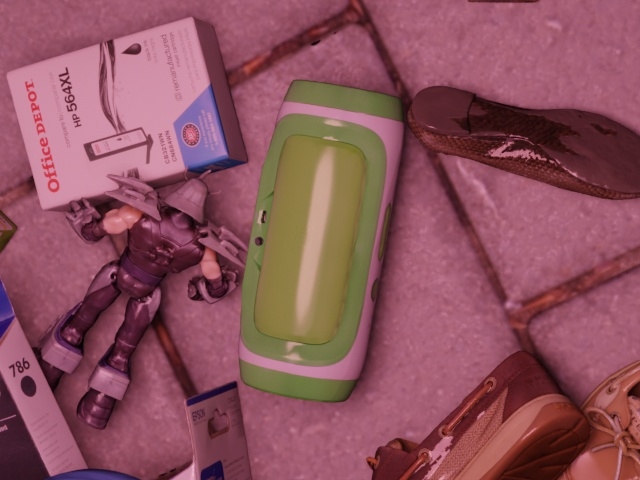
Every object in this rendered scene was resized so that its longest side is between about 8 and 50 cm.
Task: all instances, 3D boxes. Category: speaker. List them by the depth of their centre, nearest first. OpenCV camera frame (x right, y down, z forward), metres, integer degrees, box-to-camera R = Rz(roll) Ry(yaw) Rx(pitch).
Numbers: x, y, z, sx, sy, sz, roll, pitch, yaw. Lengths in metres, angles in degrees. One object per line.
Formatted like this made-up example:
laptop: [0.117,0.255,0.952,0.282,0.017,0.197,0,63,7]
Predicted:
speaker: [0.000,0.000,1.523,0.131,0.131,0.296,11,93,11]

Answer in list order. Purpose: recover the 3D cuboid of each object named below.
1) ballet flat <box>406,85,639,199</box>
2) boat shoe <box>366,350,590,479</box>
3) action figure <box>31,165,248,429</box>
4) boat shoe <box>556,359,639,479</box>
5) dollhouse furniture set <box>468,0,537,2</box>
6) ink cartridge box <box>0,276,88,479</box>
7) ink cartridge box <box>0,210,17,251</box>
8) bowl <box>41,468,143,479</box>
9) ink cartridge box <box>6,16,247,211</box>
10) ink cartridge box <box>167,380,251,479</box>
ballet flat: [0.203,-0.088,1.520,0.250,0.058,0.084,14,58,6]
boat shoe: [0.105,0.242,1.524,0.342,0.123,0.123,-48,49,20]
action figure: [-0.187,0.041,1.560,0.185,0.099,0.285,32,107,-9]
boat shoe: [0.328,0.148,1.476,0.285,0.089,0.104,-45,83,9]
dollhouse furniture set: [0.172,-0.371,1.502,0.262,0.135,0.259,2,80,11]
ink cartridge box: [-0.325,0.212,1.575,0.165,0.065,0.333,-21,95,31]
ink cartridge box: [-0.436,-0.037,1.543,0.189,0.255,0.097,43,98,8]
bowl: [-0.205,0.409,1.444,0.391,0.077,0.391,7,102,37]
ink cartridge box: [-0.193,-0.123,1.580,0.203,0.086,0.148,-16,88,11]
ink cartridge box: [-0.099,0.329,1.521,0.069,0.176,0.371,-7,89,13]
